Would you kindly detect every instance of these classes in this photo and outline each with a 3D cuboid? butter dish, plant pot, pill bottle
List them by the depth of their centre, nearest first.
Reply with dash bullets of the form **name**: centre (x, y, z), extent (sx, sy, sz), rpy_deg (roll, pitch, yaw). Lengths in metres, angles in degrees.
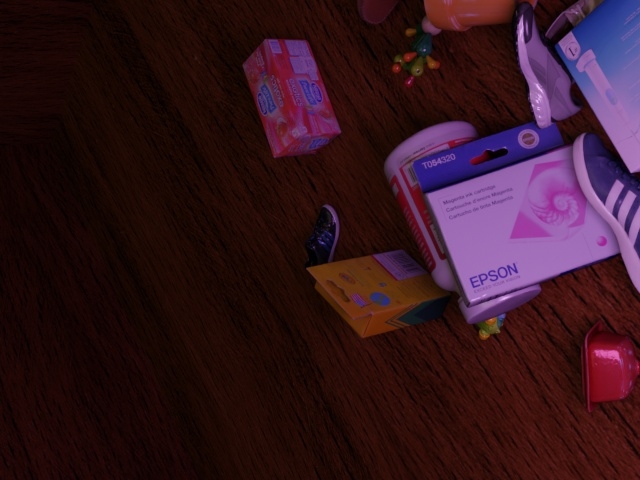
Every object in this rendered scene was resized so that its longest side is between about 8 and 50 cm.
- **butter dish**: centre (0.582, 0.246, 1.640), extent (0.118, 0.160, 0.159), rpy_deg (0, 97, 28)
- **plant pot**: centre (0.346, -0.532, 1.744), extent (0.188, 0.205, 0.205), rpy_deg (19, 112, 32)
- **pill bottle**: centre (0.315, -0.037, 1.833), extent (0.229, 0.229, 0.407), rpy_deg (-42, 64, 47)

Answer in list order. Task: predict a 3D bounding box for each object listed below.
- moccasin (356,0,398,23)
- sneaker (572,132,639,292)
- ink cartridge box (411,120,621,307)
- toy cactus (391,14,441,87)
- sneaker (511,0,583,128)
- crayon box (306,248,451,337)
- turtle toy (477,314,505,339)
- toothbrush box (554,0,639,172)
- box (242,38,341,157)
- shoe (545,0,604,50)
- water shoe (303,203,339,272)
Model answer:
- **moccasin**: centre (0.210, -0.652, 1.939), extent (0.380, 0.139, 0.147), rpy_deg (-47, 51, 34)
- **sneaker**: centre (0.605, -0.070, 1.558), extent (0.148, 0.131, 0.350), rpy_deg (-37, 74, 41)
- **ink cartridge box**: centre (0.387, -0.070, 1.683), extent (0.071, 0.324, 0.330), rpy_deg (83, 167, -77)
- **toy cactus**: centre (0.243, -0.452, 1.902), extent (0.112, 0.219, 0.180), rpy_deg (29, 129, -1)
- **sneaker**: centre (0.444, -0.352, 1.652), extent (0.108, 0.100, 0.271), rpy_deg (-15, 126, 20)
- **crayon box**: centre (0.132, 0.126, 2.022), extent (0.202, 0.319, 0.081), rpy_deg (46, 130, 37)
- **turtle toy**: centre (0.378, 0.158, 1.920), extent (0.130, 0.066, 0.095), rpy_deg (59, 161, 29)
- **toothbrush box**: centre (0.598, -0.302, 1.508), extent (0.216, 0.126, 0.295), rpy_deg (-45, 61, 45)
- **box**: centre (-0.081, -0.397, 2.330), extent (0.142, 0.154, 0.300), rpy_deg (-34, 71, 49)
- **shoe**: centre (0.498, -0.414, 1.667), extent (0.219, 0.058, 0.076), rpy_deg (-50, 59, 44)
- **water shoe**: centre (0.000, 0.000, 2.357), extent (0.073, 0.080, 0.203), rpy_deg (23, 115, 47)
